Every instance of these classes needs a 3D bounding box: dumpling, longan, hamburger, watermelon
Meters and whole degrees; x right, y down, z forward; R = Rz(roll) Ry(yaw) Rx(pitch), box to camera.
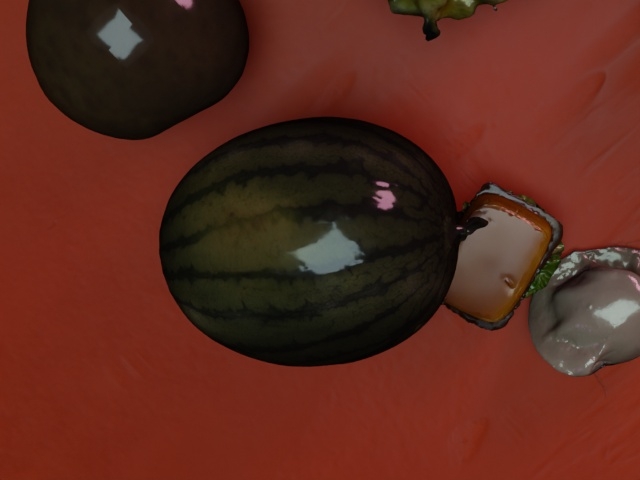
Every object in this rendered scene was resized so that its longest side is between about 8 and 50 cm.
[{"bbox_3d":[0.331,0.075,1.373,0.176,0.092,0.150,-44,80,21],"label":"dumpling"},{"bbox_3d":[-0.204,-0.227,1.312,0.248,0.248,0.248,2,104,8],"label":"longan"},{"bbox_3d":[0.205,0.020,1.374,0.137,0.087,0.166,30,108,-1],"label":"hamburger"},{"bbox_3d":[0.000,0.000,1.299,0.359,0.279,0.279,-4,104,22],"label":"watermelon"}]

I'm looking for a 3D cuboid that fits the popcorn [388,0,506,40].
[{"bbox_3d":[0.133,-0.336,1.213,0.249,0.249,0.225,17,76,4],"label":"popcorn"}]
